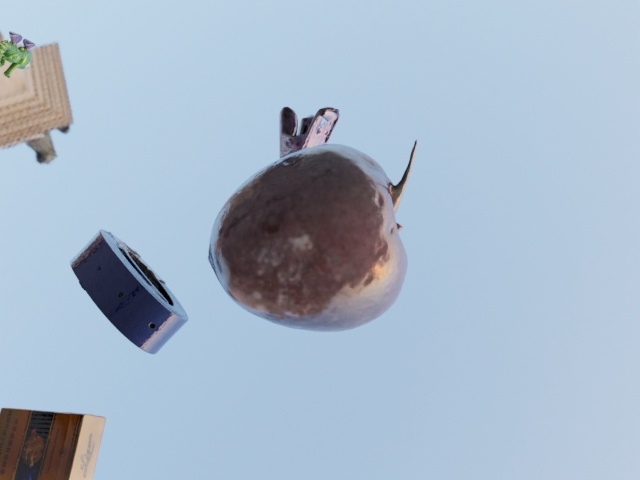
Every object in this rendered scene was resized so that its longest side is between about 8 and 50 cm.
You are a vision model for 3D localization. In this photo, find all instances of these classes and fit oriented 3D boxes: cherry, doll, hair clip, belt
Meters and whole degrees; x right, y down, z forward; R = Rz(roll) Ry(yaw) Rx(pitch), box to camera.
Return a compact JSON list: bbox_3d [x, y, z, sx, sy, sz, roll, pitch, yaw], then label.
[{"bbox_3d":[0.000,0.000,0.717,0.266,0.183,0.213,-15,-92,4],"label":"cherry"},{"bbox_3d":[-0.794,-0.477,1.609,0.050,0.190,0.115,21,-88,-6],"label":"doll"},{"bbox_3d":[-0.039,-0.081,0.962,0.090,0.137,0.279,37,-64,42],"label":"hair clip"},{"bbox_3d":[-0.444,0.115,1.458,0.117,0.212,0.347,-48,-126,-3],"label":"belt"}]

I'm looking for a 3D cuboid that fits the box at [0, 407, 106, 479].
[{"bbox_3d":[-0.556,0.421,1.251,0.237,0.070,0.152,-3,-113,23],"label":"box"}]
